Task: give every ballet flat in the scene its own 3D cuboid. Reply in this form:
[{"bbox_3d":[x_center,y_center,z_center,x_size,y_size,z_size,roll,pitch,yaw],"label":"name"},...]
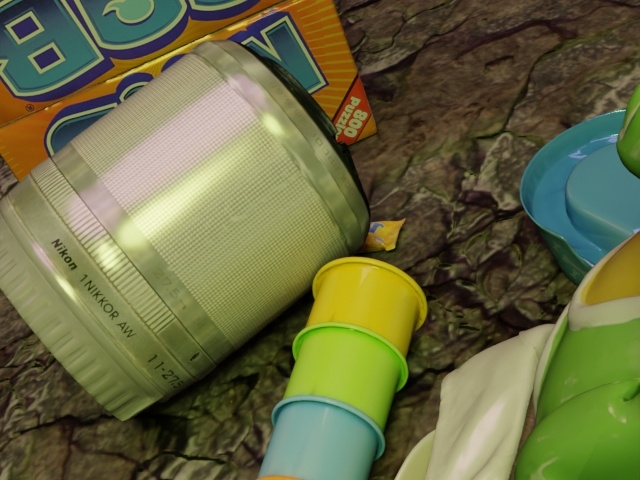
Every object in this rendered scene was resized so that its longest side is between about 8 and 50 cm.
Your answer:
[{"bbox_3d":[0.076,0.212,0.540,0.139,0.139,0.400,0,39,28],"label":"ballet flat"}]

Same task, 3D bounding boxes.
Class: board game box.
[{"bbox_3d":[-0.197,-0.268,1.046,0.356,0.356,0.356,-24,38,0],"label":"board game box"}]

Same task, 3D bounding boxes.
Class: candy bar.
[{"bbox_3d":[0.000,0.000,0.900,0.161,0.018,0.040,-4,42,23],"label":"candy bar"}]

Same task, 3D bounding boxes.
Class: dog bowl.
[{"bbox_3d":[0.282,-0.001,0.707,0.166,0.074,0.297,-36,40,-15],"label":"dog bowl"}]

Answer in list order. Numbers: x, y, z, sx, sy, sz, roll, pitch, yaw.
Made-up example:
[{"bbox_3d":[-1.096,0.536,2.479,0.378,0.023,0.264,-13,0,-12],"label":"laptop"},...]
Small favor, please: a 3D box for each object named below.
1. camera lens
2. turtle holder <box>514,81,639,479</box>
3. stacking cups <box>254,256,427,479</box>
[{"bbox_3d":[-0.113,-0.014,0.799,0.274,0.219,0.219,-39,39,-8],"label":"camera lens"},{"bbox_3d":[0.201,0.075,0.457,0.243,0.320,0.227,-36,25,51],"label":"turtle holder"},{"bbox_3d":[-0.006,0.151,0.657,0.096,0.096,0.316,-2,42,26],"label":"stacking cups"}]
